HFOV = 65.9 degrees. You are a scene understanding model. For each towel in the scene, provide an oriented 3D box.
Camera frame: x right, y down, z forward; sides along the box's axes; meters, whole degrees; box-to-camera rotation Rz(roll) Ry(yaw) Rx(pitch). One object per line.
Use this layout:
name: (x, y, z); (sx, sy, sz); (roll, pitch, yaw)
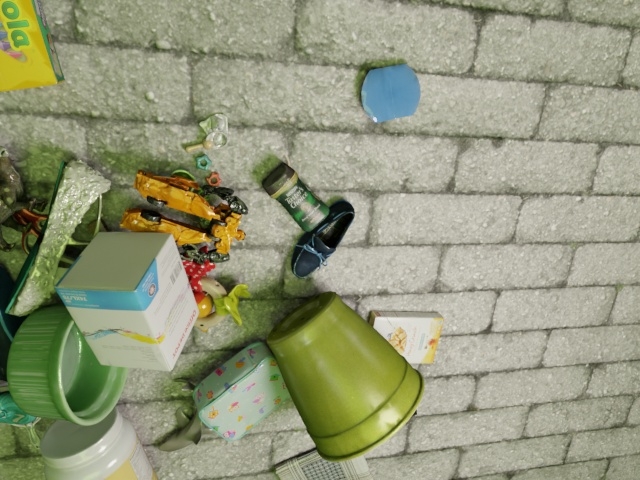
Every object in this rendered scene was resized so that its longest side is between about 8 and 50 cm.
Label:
towel: (0.027, 0.855, 1.737); (0.312, 0.056, 0.324); (-20, 115, -6)

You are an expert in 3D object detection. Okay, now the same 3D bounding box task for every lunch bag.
lunch bag: (-0.223, 0.449, 1.457); (0.279, 0.108, 0.224); (-38, 131, -7)

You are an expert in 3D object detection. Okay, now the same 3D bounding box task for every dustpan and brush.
dustpan and brush: (-0.812, 0.482, 1.367); (0.147, 0.060, 0.211); (-15, 114, -8)

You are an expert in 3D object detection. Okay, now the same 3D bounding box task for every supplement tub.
supplement tub: (-0.612, 0.647, 1.385); (0.241, 0.241, 0.331); (-16, 115, -8)

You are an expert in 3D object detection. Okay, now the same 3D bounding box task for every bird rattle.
bird rattle: (-0.321, 0.152, 1.335); (0.253, 0.143, 0.207); (38, 114, -21)

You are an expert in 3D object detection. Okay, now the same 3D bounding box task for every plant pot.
plant pot: (0.039, 0.348, 1.389); (0.366, 0.366, 0.353); (-35, 98, 1)

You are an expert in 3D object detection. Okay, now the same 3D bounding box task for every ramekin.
ramekin: (-0.612, 0.293, 1.215); (0.148, 0.303, 0.303); (-1, 113, 7)

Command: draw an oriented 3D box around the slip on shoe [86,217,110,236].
slip on shoe: (-0.542, 0.010, 1.256); (0.041, 0.051, 0.135); (-28, 112, -8)

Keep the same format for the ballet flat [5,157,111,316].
ballet flat: (-0.610, 0.010, 1.169); (0.147, 0.147, 0.409); (22, 94, -21)

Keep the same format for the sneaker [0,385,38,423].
sneaker: (-0.867, 0.446, 1.277); (0.275, 0.110, 0.107); (1, 104, 2)

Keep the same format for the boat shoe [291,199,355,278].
boat shoe: (0.000, 0.000, 1.372); (0.109, 0.089, 0.258); (25, 103, -22)

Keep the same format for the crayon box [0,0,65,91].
crayon box: (-0.736, -0.477, 0.983); (0.313, 0.106, 0.363); (-12, 113, -10)

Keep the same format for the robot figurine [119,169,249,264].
robot figurine: (-0.323, -0.060, 1.218); (0.291, 0.085, 0.211); (19, 106, -20)

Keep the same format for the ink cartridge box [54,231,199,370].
ink cartridge box: (-0.440, 0.145, 1.175); (0.197, 0.198, 0.270); (1, 129, 10)

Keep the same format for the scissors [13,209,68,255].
scissors: (-0.728, -0.087, 1.191); (0.109, 0.021, 0.297); (-25, 114, -3)

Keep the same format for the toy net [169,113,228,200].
toy net: (-0.285, -0.205, 1.242); (0.122, 0.045, 0.232); (29, 101, -22)

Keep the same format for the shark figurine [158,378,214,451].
shark figurine: (-0.376, 0.544, 1.479); (0.166, 0.116, 0.278); (11, 110, -20)

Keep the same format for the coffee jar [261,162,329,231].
coffee jar: (-0.067, -0.116, 1.315); (0.096, 0.079, 0.184); (-43, 115, 4)

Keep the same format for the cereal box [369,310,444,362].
cereal box: (0.264, 0.313, 1.587); (0.240, 0.047, 0.173); (3, 111, -16)

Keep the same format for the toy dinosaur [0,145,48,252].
toy dinosaur: (-0.747, -0.074, 1.132); (0.160, 0.121, 0.313); (31, 99, -11)

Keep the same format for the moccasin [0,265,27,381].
moccasin: (-0.809, 0.227, 1.228); (0.117, 0.138, 0.342); (-6, 111, -8)

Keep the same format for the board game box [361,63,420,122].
board game box: (0.180, -0.387, 1.300); (0.169, 0.033, 0.133); (-15, 109, -14)

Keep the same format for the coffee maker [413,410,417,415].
coffee maker: (0.223, 0.572, 1.640); (0.178, 0.120, 0.171); (-24, 116, -4)
